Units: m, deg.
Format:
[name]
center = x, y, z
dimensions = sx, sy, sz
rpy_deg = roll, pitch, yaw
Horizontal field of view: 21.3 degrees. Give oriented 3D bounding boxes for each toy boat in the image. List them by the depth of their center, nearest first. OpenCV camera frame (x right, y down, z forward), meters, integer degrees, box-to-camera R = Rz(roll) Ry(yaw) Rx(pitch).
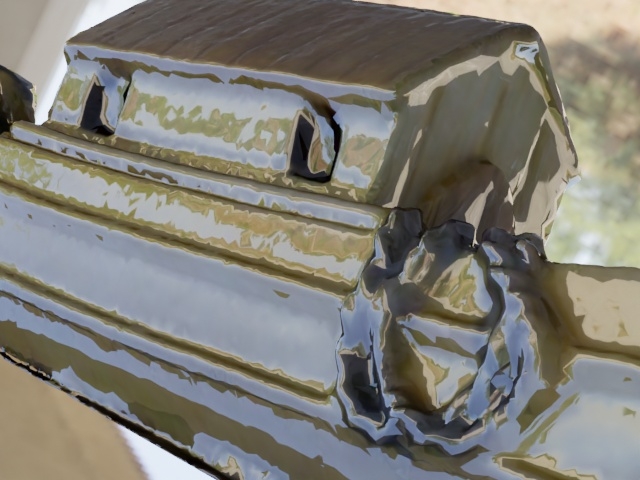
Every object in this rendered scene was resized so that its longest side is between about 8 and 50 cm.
[toy boat]
center = 0.000, 0.000, 0.561
dimensions = 0.136, 0.162, 0.445
rpy_deg = 26, 175, -41
